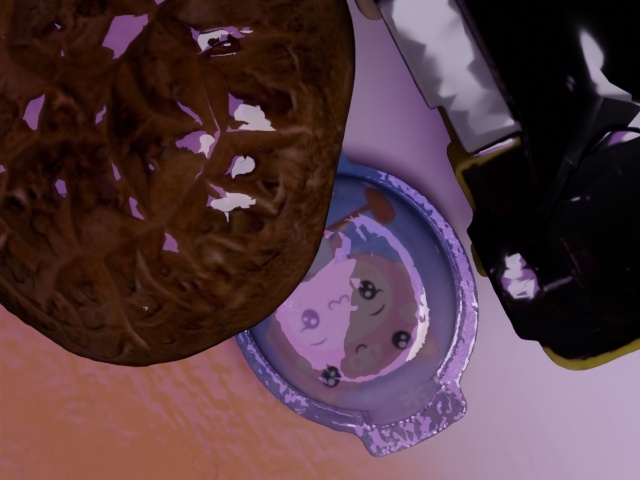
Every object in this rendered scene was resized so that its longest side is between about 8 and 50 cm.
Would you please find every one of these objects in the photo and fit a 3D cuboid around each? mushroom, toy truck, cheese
[{"bbox_3d":[-0.094,-0.064,0.945,0.253,0.153,0.253,-1,88,26],"label":"mushroom"},{"bbox_3d":[0.090,-0.154,0.900,0.181,0.254,0.405,-26,113,7],"label":"toy truck"},{"bbox_3d":[0.000,0.000,1.017,0.135,0.052,0.244,-27,89,7],"label":"cheese"}]
